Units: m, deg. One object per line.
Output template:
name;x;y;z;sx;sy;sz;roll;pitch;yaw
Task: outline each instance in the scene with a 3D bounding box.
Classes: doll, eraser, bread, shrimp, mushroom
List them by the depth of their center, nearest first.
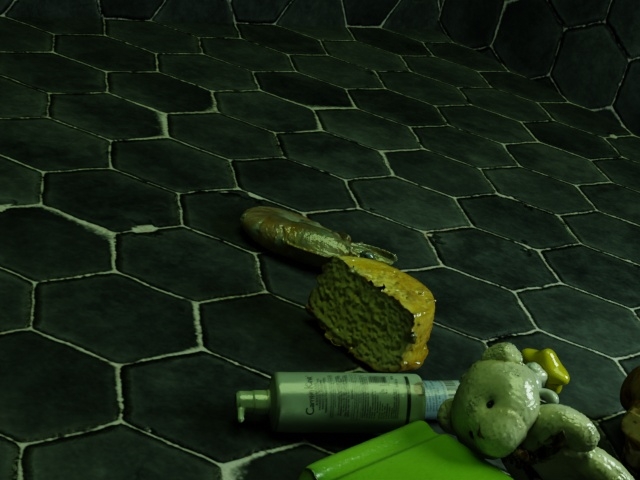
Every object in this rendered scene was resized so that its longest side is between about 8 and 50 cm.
eraser;0.111;0.335;1.592;0.210;0.092;0.274;32;27;34
doll;0.295;0.282;1.701;0.278;0.175;0.149;36;24;1
mushroom;0.566;0.273;1.887;0.283;0.195;0.263;-10;40;-45
bread;0.101;0.113;2.012;0.139;0.143;0.229;-8;35;-42
doll;0.347;0.221;2.034;0.113;0.071;0.135;-3;33;-20
shrimp;0.000;0.000;2.295;0.317;0.077;0.168;21;21;19

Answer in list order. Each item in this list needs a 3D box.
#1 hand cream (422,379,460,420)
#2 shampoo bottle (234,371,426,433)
hand cream;0.117;0.236;1.867;0.271;0.058;0.091;2;42;-21
shampoo bottle;0.011;0.226;1.754;0.263;0.085;0.085;2;26;-11
